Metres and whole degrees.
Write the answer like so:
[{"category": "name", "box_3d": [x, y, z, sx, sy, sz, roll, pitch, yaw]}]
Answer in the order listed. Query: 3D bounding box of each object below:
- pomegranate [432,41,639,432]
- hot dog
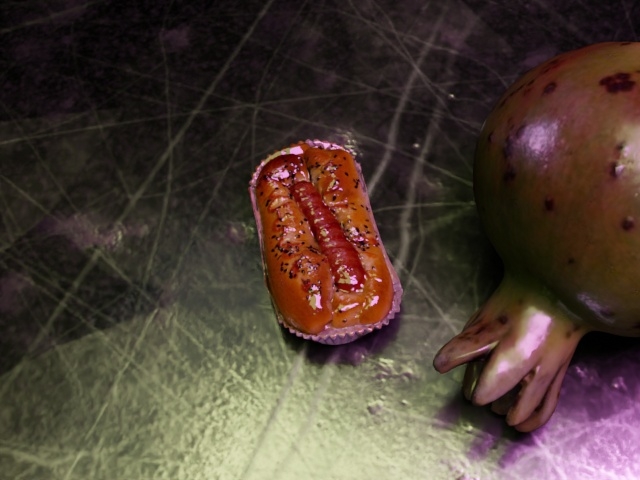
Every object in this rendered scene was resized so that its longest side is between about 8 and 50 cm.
[{"category": "pomegranate", "box_3d": [0.218, 0.000, 0.895, 0.242, 0.242, 0.306, 16, 73, 12]}, {"category": "hot dog", "box_3d": [0.000, 0.000, 1.005, 0.108, 0.059, 0.191, -13, 60, -7]}]
